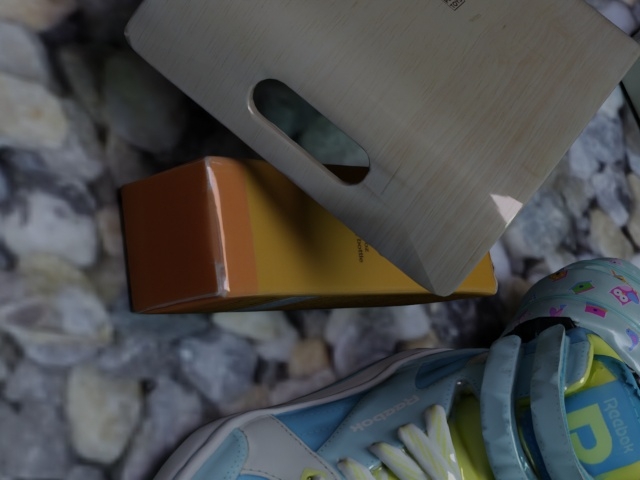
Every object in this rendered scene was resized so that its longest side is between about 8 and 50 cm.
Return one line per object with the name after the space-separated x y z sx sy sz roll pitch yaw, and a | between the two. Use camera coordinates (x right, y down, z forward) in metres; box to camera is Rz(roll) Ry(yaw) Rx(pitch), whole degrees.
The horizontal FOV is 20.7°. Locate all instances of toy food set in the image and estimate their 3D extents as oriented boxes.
0.048 -0.110 1.012 0.219 0.092 0.306 39 35 3 | toy food set

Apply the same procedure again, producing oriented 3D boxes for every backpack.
0.191 0.104 1.136 0.182 0.152 0.115 52 39 -8 | backpack

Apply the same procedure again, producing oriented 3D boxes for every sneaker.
0.055 0.126 0.924 0.319 0.208 0.127 -29 101 -46 | sneaker

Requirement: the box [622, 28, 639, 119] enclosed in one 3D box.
0.363 -0.050 1.359 0.148 0.121 0.311 -41 109 -43 | box

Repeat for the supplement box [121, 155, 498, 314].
0.000 0.000 1.000 0.233 0.080 0.078 1 78 -44 | supplement box
